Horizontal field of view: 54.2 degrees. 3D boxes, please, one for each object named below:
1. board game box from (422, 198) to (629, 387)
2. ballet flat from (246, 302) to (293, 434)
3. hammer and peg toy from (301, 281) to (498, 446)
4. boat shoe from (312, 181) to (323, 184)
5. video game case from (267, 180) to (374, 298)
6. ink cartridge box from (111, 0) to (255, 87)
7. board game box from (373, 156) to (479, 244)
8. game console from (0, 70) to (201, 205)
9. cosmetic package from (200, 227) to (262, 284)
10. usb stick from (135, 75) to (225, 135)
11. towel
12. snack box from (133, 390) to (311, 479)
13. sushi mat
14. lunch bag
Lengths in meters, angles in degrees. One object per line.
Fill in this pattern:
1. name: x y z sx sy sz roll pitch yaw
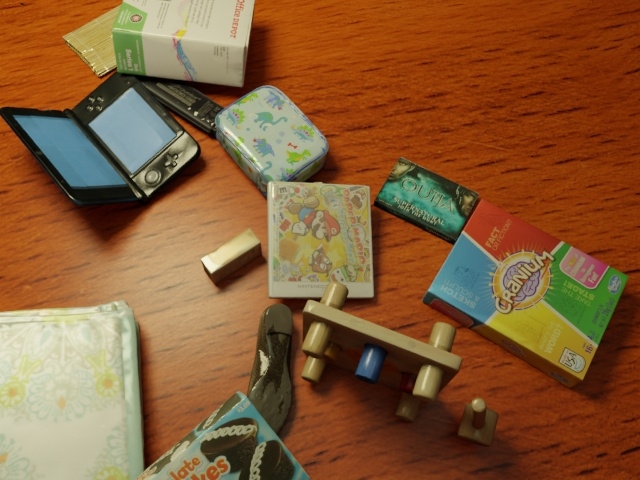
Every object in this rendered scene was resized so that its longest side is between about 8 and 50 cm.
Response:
1. board game box: 0.394 0.095 1.210 0.316 0.064 0.242 30 67 11
2. ballet flat: -0.094 0.237 1.138 0.084 0.058 0.250 12 69 -20
3. hammer and peg toy: 0.140 0.206 1.038 0.361 0.266 0.127 20 66 8
4. boat shoe: -0.035 -0.048 1.263 0.059 0.063 0.170 15 66 -1
5. video game case: 0.000 0.000 1.214 0.206 0.026 0.227 1 78 -14
6. ink cartridge box: -0.293 -0.457 1.382 0.278 0.117 0.201 6 51 -5
7. board game box: 0.222 -0.086 1.310 0.186 0.026 0.126 27 67 10
8. game console: -0.437 -0.221 1.264 0.250 0.173 0.293 -43 73 -5
9. cosmetic package: -0.173 0.031 1.224 0.115 0.060 0.041 -33 70 -17
10. usb stick: -0.321 -0.323 1.393 0.278 0.045 0.077 33 62 13
11. towel: -0.463 0.285 1.051 0.320 0.090 0.374 -3 61 -17
12. snack box: -0.195 0.419 0.997 0.322 0.060 0.187 -39 101 -18
13. sushi mat: -0.436 -0.513 1.491 0.316 0.019 0.151 -38 70 -18
14. lunch bag: -0.099 -0.208 1.314 0.176 0.090 0.219 -38 77 -18
